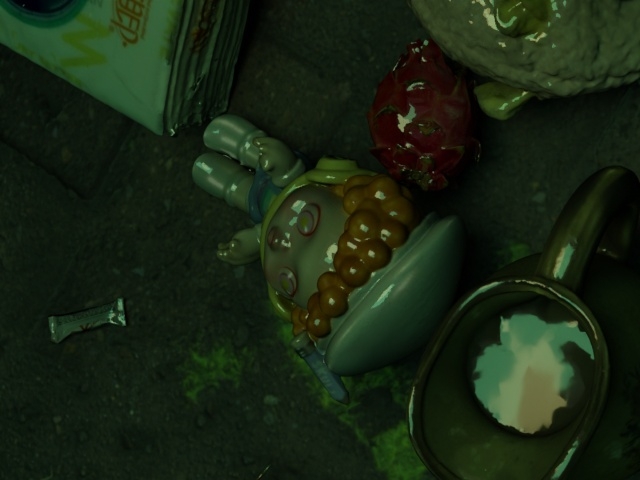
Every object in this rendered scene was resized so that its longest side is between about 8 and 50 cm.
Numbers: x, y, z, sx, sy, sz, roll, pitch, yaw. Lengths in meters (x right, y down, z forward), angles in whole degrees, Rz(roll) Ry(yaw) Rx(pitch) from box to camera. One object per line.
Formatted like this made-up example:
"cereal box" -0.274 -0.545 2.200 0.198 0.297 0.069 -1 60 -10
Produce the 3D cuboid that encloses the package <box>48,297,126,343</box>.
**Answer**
"package" -0.285 0.098 1.849 0.110 0.015 0.037 -15 82 25

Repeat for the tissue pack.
"tissue pack" -0.265 -0.330 1.741 0.388 0.162 0.287 30 125 22

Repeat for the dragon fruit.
"dragon fruit" 0.111 -0.131 1.625 0.136 0.133 0.166 -2 84 -19

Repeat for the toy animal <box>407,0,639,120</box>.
"toy animal" 0.200 -0.275 1.542 0.226 0.188 0.358 -41 68 -20

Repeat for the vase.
"vase" 0.234 0.084 1.458 0.241 0.302 0.329 20 95 25

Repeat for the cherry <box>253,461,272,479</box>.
"cherry" -0.085 0.397 1.665 0.192 0.175 0.249 -24 95 -15

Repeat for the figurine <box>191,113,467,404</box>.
"figurine" 0.011 -0.028 1.642 0.224 0.205 0.382 -56 51 28
